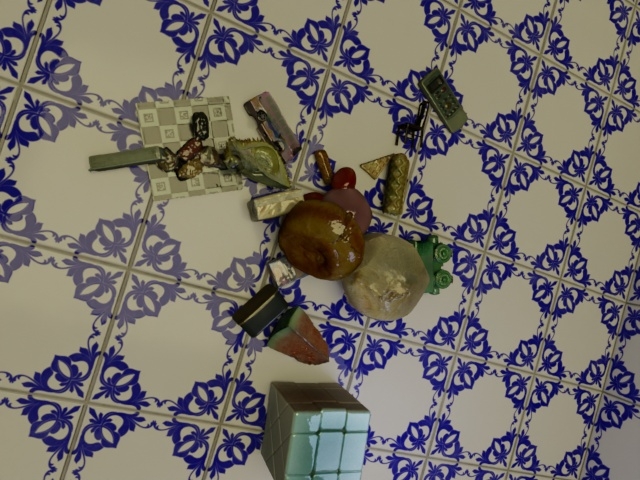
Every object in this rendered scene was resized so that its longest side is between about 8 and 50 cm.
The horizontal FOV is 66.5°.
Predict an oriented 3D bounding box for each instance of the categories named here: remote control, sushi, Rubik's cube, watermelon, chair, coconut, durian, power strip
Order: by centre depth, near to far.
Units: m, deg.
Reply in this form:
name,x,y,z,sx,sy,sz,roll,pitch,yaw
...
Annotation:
name,x,y,z,sx,sy,sz,roll,pitch,yaw
power strip,-0.665,-0.283,1.689,0.272,0.078,0.052,-10,94,-1
sushi,-0.466,-0.342,1.788,0.343,0.064,0.359,-11,98,-22
durian,-0.251,-0.287,1.803,0.172,0.166,0.306,-33,136,18
Rubik's cube,-0.028,0.752,1.897,0.315,0.319,0.322,7,92,-21
coconut,0.250,0.141,1.942,0.346,0.360,0.346,-2,94,-22
watermelon,-0.072,0.402,1.956,0.256,0.193,0.140,41,48,-14
chair,0.396,-0.509,2.105,0.101,0.084,0.213,8,91,-25
remote control,0.553,-0.621,2.179,0.123,0.038,0.285,-41,106,-14

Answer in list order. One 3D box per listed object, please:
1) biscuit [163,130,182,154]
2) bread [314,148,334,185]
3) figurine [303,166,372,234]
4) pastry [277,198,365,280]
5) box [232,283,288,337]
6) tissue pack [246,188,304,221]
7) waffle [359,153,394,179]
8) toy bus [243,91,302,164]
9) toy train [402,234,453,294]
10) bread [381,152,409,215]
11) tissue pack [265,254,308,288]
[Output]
name,x,y,z,sx,sy,sz,roll,pitch,yaw
biscuit,-0.545,-0.359,1.797,0.046,0.016,0.089,23,85,-23
bread,0.020,-0.298,1.996,0.052,0.044,0.157,-24,102,-21
figurine,0.082,-0.109,1.920,0.269,0.211,0.261,-34,109,5
pastry,0.000,0.000,1.797,0.356,0.356,0.164,44,48,-17
box,-0.229,0.273,1.886,0.201,0.144,0.090,-42,109,-15
tissue pack,-0.173,-0.134,1.879,0.196,0.148,0.092,-14,94,-18
waffle,0.245,-0.344,2.089,0.097,0.023,0.153,41,81,-19
toy bus,-0.182,-0.432,1.890,0.112,0.090,0.274,-38,106,-24
toy train,0.464,0.110,2.135,0.201,0.145,0.266,-3,94,-18
bread,0.323,-0.239,2.081,0.098,0.087,0.269,4,95,-55
tissue pack,-0.129,0.111,1.955,0.155,0.065,0.116,-22,98,-17
